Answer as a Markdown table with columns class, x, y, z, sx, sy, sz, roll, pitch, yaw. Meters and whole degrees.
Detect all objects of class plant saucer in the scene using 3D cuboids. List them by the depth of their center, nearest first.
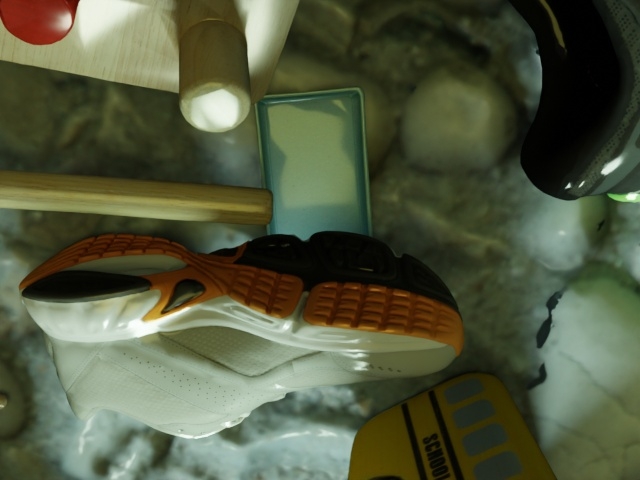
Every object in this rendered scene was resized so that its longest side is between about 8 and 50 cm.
| class | x | y | z | sx | sy | sz | roll | pitch | yaw |
| --- | --- | --- | --- | --- | --- | --- | --- | --- | --- |
| plant saucer | 0.000 | 0.000 | 0.603 | 0.067 | 0.018 | 0.192 | -5 | 106 | -2 |

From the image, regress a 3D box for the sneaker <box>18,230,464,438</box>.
| class | x | y | z | sx | sy | sz | roll | pitch | yaw |
| --- | --- | --- | --- | --- | --- | --- | --- | --- | --- |
| sneaker | -0.044 | 0.065 | 0.576 | 0.262 | 0.099 | 0.121 | 3 | 120 | 15 |

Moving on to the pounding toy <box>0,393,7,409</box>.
| class | x | y | z | sx | sy | sz | roll | pitch | yaw |
| --- | --- | --- | --- | --- | --- | --- | --- | --- | --- |
| pounding toy | -0.280 | 0.076 | 0.558 | 0.130 | 0.141 | 0.100 | 3 | 106 | 10 |

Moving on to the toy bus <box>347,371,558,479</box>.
| class | x | y | z | sx | sy | sz | roll | pitch | yaw |
| --- | --- | --- | --- | --- | --- | --- | --- | --- | --- |
| toy bus | 0.089 | 0.198 | 0.501 | 0.130 | 0.333 | 0.108 | -25 | 106 | 4 |

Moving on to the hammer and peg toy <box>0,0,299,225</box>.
| class | x | y | z | sx | sy | sz | roll | pitch | yaw |
| --- | --- | --- | --- | --- | --- | --- | --- | --- | --- |
| hammer and peg toy | -0.125 | -0.148 | 0.468 | 0.266 | 0.127 | 0.361 | 8 | 136 | -16 |

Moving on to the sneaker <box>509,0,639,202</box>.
| class | x | y | z | sx | sy | sz | roll | pitch | yaw |
| --- | --- | --- | --- | --- | --- | --- | --- | --- | --- |
| sneaker | 0.124 | -0.232 | 0.460 | 0.202 | 0.185 | 0.483 | -20 | 105 | -2 |
